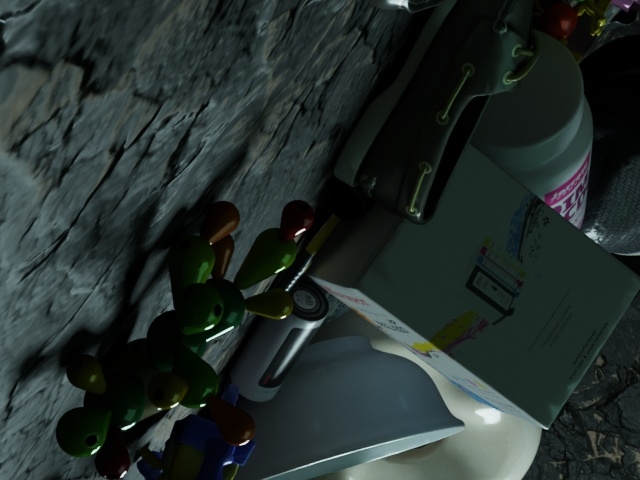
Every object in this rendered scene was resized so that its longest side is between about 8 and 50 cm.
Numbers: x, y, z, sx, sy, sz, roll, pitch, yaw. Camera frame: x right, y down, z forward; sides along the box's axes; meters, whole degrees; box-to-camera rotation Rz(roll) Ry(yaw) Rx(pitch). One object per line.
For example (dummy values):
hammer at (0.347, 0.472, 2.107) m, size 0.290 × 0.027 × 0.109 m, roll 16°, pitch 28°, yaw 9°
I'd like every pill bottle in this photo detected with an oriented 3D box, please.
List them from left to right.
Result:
pill bottle at (0.201, -0.092, 1.445) m, size 0.160 × 0.160 × 0.283 m, roll -51°, pitch 160°, yaw -13°

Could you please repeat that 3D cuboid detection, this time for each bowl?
bowl at (0.004, 0.191, 1.567) m, size 0.297 × 0.134 × 0.298 m, roll -16°, pitch 168°, yaw -4°

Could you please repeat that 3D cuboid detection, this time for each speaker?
speaker at (-0.043, 0.101, 1.384) m, size 0.055 × 0.055 × 0.136 m, roll -44°, pitch 169°, yaw -50°

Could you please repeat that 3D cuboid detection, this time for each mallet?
mallet at (0.000, 0.000, 1.276) m, size 0.062 × 0.039 × 0.190 m, roll -48°, pitch 176°, yaw -48°

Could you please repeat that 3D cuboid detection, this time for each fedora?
fedora at (0.338, -0.081, 1.650) m, size 0.152 × 0.334 × 0.334 m, roll -14°, pitch 149°, yaw -33°

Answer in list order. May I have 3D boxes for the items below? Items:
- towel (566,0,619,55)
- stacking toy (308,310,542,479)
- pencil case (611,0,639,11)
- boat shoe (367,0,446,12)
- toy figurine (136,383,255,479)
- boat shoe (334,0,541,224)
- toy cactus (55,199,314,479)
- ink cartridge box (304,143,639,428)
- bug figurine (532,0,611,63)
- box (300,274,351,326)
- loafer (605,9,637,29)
towel at (0.251, -0.167, 1.801) m, size 0.332 × 0.053 × 0.317 m, roll -52°, pitch 178°, yaw -18°
stacking toy at (0.127, 0.123, 1.914) m, size 0.351 × 0.350 × 0.480 m, roll -57°, pitch -170°, yaw 31°
pencil case at (0.438, -0.418, 1.515) m, size 0.167 × 0.160 × 0.386 m, roll 15°, pitch 117°, yaw -46°
boat shoe at (0.141, -0.222, 0.847) m, size 0.335 × 0.095 × 0.112 m, roll -46°, pitch 170°, yaw -40°
toy figurine at (-0.090, 0.242, 1.250) m, size 0.362 × 0.191 × 0.217 m, roll 134°, pitch -30°, yaw -76°
boat shoe at (0.121, -0.144, 1.099) m, size 0.305 × 0.091 × 0.109 m, roll -57°, pitch 171°, yaw 32°
toy cactus at (-0.089, 0.075, 0.881) m, size 0.219 × 0.112 × 0.180 m, roll -58°, pitch -173°, yaw -36°
ink cartridge box at (0.137, 0.034, 1.294) m, size 0.168 × 0.232 × 0.171 m, roll -55°, pitch -165°, yaw -7°
bug figurine at (0.285, -0.305, 1.363) m, size 0.279 × 0.072 × 0.216 m, roll -63°, pitch 177°, yaw 5°
box at (0.043, 0.018, 1.468) m, size 0.186 × 0.038 × 0.145 m, roll -22°, pitch 148°, yaw -57°
loafer at (0.449, -0.356, 2.144) m, size 0.076 × 0.078 × 0.223 m, roll -49°, pitch 172°, yaw -21°
